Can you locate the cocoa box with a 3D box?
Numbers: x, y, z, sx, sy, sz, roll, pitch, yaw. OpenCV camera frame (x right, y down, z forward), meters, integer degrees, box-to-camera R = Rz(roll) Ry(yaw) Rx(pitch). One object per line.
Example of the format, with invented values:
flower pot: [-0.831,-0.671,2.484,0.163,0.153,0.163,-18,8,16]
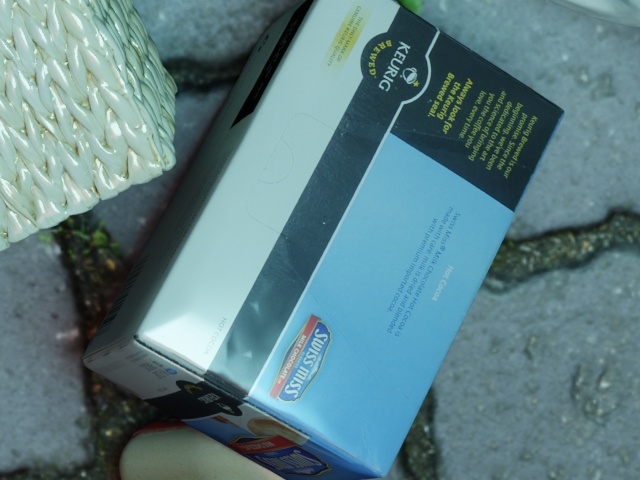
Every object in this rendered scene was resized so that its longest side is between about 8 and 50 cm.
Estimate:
cocoa box: [0.000,0.000,1.554,0.228,0.231,0.347,31,73,-11]

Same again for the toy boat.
toy boat: [-0.065,0.206,1.745,0.231,0.151,0.151,-12,116,49]

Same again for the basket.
basket: [-0.299,-0.173,1.518,0.266,0.328,0.331,-25,107,4]

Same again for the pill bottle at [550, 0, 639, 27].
pill bottle: [0.262,-0.346,1.505,0.176,0.176,0.318,24,84,-8]
